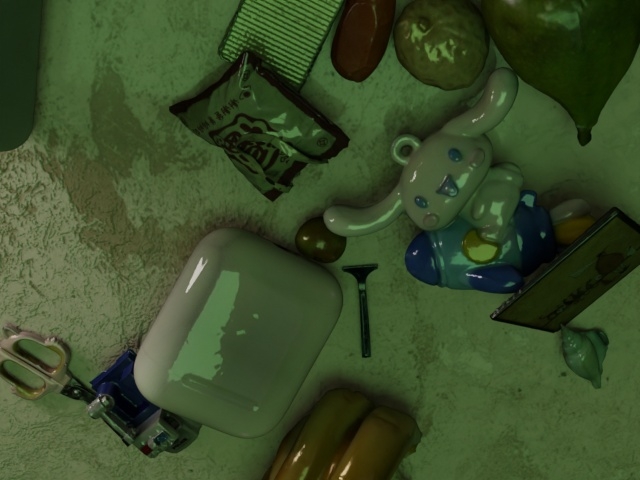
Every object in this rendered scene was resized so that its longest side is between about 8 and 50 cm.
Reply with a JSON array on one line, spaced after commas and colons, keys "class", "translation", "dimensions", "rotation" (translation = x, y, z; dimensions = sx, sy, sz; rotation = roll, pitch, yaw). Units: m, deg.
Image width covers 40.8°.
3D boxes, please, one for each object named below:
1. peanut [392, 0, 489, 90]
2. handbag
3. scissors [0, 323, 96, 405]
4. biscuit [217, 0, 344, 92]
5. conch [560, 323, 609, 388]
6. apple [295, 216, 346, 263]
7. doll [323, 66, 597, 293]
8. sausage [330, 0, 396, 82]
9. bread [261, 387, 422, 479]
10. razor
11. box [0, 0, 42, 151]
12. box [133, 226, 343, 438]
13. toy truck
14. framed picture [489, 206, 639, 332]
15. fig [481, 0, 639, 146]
[{"class": "peanut", "translation": [0.188, -0.310, 1.334], "dimensions": [0.159, 0.109, 0.140], "rotation": [17, 83, -18]}, {"class": "handbag", "translation": [-0.099, -0.180, 1.380], "dimensions": [0.235, 0.127, 0.213], "rotation": [41, 133, -22]}, {"class": "scissors", "translation": [-0.490, 0.277, 1.654], "dimensions": [0.318, 0.024, 0.160], "rotation": [35, 110, -15]}, {"class": "biscuit", "translation": [-0.048, -0.369, 1.340], "dimensions": [0.150, 0.052, 0.252], "rotation": [22, 115, -14]}, {"class": "conch", "translation": [0.491, 0.207, 1.609], "dimensions": [0.065, 0.088, 0.180], "rotation": [0, 138, 48]}, {"class": "apple", "translation": [0.000, 0.000, 1.494], "dimensions": [0.090, 0.089, 0.074], "rotation": [11, 71, -5]}, {"class": "doll", "translation": [0.250, -0.038, 1.402], "dimensions": [0.365, 0.187, 0.376], "rotation": [45, 128, -11]}, {"class": "sausage", "translation": [0.067, -0.325, 1.344], "dimensions": [0.089, 0.089, 0.179], "rotation": [12, 123, -6]}, {"class": "bread", "translation": [0.023, 0.479, 1.664], "dimensions": [0.245, 0.329, 0.423], "rotation": [40, 116, 27]}, {"class": "razor", "translation": [0.078, 0.136, 1.585], "dimensions": [0.066, 0.033, 0.190], "rotation": [-4, 115, 2]}, {"class": "box", "translation": [-0.584, -0.295, 1.238], "dimensions": [0.090, 0.367, 0.372], "rotation": [30, 119, 33]}, {"class": "box", "translation": [-0.142, 0.165, 1.509], "dimensions": [0.289, 0.141, 0.348], "rotation": [26, 99, -20]}, {"class": "toy truck", "translation": [-0.315, 0.308, 1.586], "dimensions": [0.161, 0.177, 0.213], "rotation": [-40, 108, 16]}, {"class": "framed picture", "translation": [0.436, 0.063, 1.437], "dimensions": [0.255, 0.014, 0.339], "rotation": [-44, 151, 17]}, {"class": "fig", "translation": [0.358, -0.311, 1.298], "dimensions": [0.233, 0.233, 0.314], "rotation": [-10, 153, 4]}]
